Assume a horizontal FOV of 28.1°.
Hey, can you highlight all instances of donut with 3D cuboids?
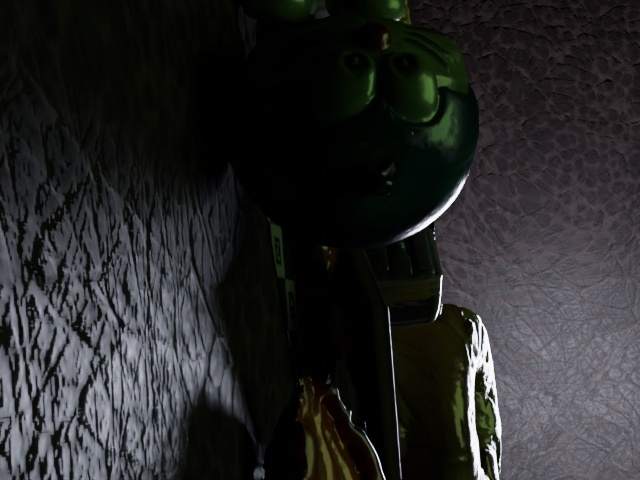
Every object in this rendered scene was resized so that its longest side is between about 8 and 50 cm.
[{"bbox_3d":[0.159,0.260,1.785,0.360,0.170,0.360,-5,90,-75],"label":"donut"}]

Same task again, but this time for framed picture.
[{"bbox_3d":[0.041,0.091,1.341,0.289,0.020,0.211,-110,-167,-63],"label":"framed picture"}]

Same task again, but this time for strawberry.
[{"bbox_3d":[-0.005,0.216,1.018,0.192,0.085,0.140,56,38,-27],"label":"strawberry"}]

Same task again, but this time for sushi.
[{"bbox_3d":[0.000,0.000,1.284,0.264,0.050,0.290,-73,156,-68],"label":"sushi"}]

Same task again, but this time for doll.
[{"bbox_3d":[0.022,-0.107,1.038,0.322,0.199,0.186,-98,-169,-65],"label":"doll"}]

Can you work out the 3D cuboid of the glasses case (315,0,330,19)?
[{"bbox_3d":[0.019,-0.274,1.477,0.197,0.076,0.049,-37,119,-80],"label":"glasses case"}]

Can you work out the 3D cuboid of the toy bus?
[{"bbox_3d":[0.071,-0.050,1.500,0.138,0.097,0.342,89,-5,-48],"label":"toy bus"}]

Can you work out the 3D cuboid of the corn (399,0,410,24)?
[{"bbox_3d":[0.077,-0.296,1.782,0.106,0.106,0.305,75,11,-47],"label":"corn"}]
